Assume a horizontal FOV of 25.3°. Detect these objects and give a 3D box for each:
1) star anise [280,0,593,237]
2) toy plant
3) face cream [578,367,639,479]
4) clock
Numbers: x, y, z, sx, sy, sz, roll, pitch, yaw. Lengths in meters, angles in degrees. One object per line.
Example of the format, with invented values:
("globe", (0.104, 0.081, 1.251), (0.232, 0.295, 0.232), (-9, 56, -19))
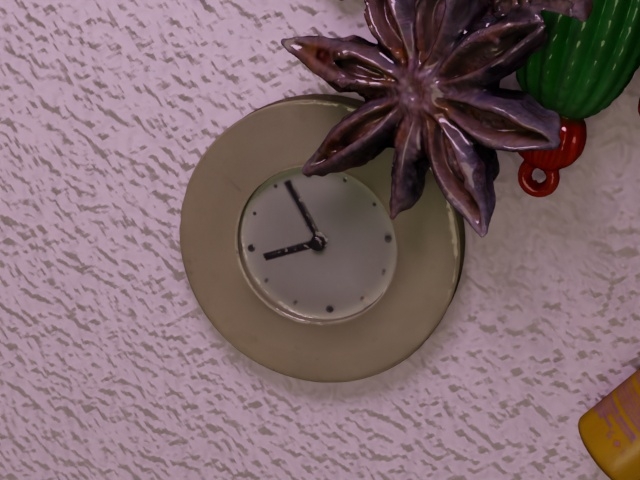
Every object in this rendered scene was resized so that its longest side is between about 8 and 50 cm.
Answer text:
("star anise", (0.091, -0.117, 1.018), (0.262, 0.081, 0.230), (-28, 77, 35))
("toy plant", (0.200, -0.152, 1.016), (0.154, 0.088, 0.240), (-5, 104, 23))
("face cream", (0.315, 0.080, 1.057), (0.078, 0.078, 0.273), (46, 110, -1))
("clock", (0.000, 0.000, 1.144), (0.235, 0.029, 0.235), (4, 106, 15))
